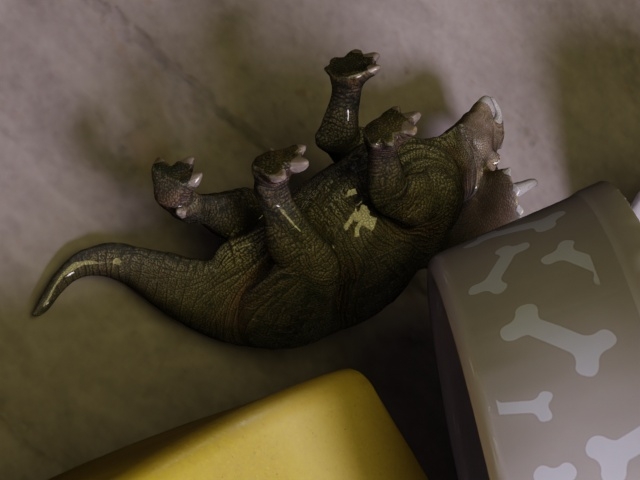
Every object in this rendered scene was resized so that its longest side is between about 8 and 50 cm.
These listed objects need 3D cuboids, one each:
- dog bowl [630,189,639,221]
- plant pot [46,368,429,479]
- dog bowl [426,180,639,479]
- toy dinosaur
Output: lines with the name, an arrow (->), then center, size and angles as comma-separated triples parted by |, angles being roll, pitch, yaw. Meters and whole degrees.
dog bowl -> 0.295, 0.061, 1.052 | 0.104, 0.265, 0.265 | -14, 87, -30
plant pot -> -0.043, 0.182, 0.905 | 0.187, 0.212, 0.212 | -37, 98, -40
dog bowl -> 0.134, 0.148, 0.928 | 0.102, 0.349, 0.349 | -11, 85, 0
toy dinosaur -> 0.000, 0.000, 0.995 | 0.313, 0.121, 0.160 | -32, 128, -15
